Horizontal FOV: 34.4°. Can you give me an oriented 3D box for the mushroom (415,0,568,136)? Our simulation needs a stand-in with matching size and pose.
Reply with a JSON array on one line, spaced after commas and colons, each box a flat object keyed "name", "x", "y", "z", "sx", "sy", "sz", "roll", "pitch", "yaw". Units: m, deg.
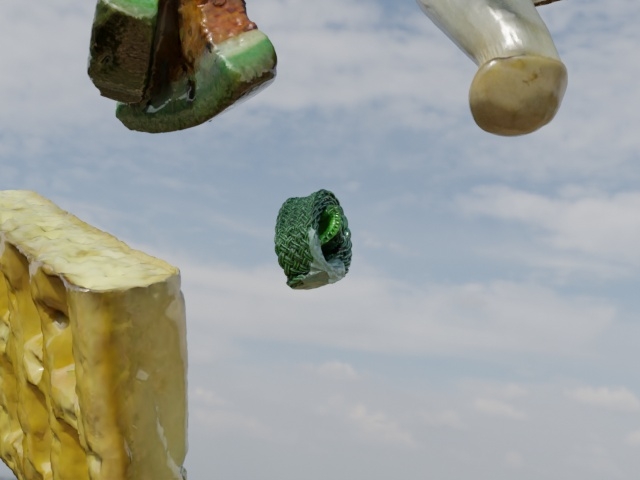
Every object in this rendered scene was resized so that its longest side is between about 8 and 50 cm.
[{"name": "mushroom", "x": 0.189, "y": -0.257, "z": 1.127, "sx": 0.159, "sy": 0.329, "sz": 0.122, "roll": -17, "pitch": -37, "yaw": 5}]

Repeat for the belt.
[{"name": "belt", "x": 0.000, "y": 0.000, "z": 1.337, "sx": 0.079, "sy": 0.121, "sz": 0.151, "roll": -13, "pitch": 18, "yaw": 23}]

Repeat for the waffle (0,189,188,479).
[{"name": "waffle", "x": -0.145, "y": 0.069, "z": 0.576, "sx": 0.057, "sy": 0.168, "sz": 0.274, "roll": -10, "pitch": 16, "yaw": -30}]

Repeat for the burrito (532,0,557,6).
[{"name": "burrito", "x": 0.288, "y": -0.431, "z": 1.417, "sx": 0.105, "sy": 0.299, "sz": 0.143, "roll": -8, "pitch": -18, "yaw": -39}]

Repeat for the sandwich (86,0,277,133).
[{"name": "sandwich", "x": -0.184, "y": -0.270, "z": 1.159, "sx": 0.250, "sy": 0.301, "sz": 0.162, "roll": 2, "pitch": 14, "yaw": 45}]
